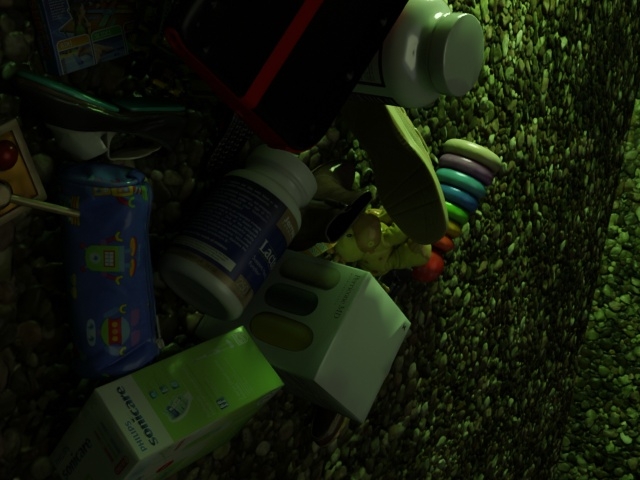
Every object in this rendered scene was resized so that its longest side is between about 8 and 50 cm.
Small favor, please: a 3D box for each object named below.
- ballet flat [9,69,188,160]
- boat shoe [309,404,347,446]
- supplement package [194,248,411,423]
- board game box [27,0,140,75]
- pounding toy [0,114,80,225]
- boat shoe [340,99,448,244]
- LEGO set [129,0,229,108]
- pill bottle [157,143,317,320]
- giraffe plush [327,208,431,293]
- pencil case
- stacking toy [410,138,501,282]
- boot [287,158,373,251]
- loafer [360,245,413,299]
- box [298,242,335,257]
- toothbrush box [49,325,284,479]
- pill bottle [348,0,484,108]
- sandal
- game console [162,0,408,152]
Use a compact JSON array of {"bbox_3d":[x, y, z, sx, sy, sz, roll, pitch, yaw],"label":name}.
[{"bbox_3d":[-0.287,-0.153,1.074,0.280,0.095,0.096,2,110,-53],"label":"ballet flat"},{"bbox_3d":[0.027,0.322,1.677,0.073,0.073,0.207,52,54,-46],"label":"boat shoe"},{"bbox_3d":[-0.027,0.150,1.377,0.199,0.263,0.198,-62,142,-18],"label":"supplement package"},{"bbox_3d":[-0.285,-0.310,1.063,0.201,0.035,0.136,-32,127,-43],"label":"board game box"},{"bbox_3d":[-0.386,-0.067,0.963,0.130,0.100,0.141,-40,131,-37],"label":"pounding toy"},{"bbox_3d":[0.160,-0.158,1.538,0.110,0.122,0.341,-27,92,-56],"label":"boat shoe"},{"bbox_3d":[-0.107,-0.346,1.108,0.255,0.192,0.331,38,65,-60],"label":"LEGO set"},{"bbox_3d":[-0.125,-0.017,1.281,0.264,0.153,0.153,-56,140,-23],"label":"pill bottle"},{"bbox_3d":[0.091,-0.006,1.595,0.170,0.181,0.210,20,121,-44],"label":"giraffe plush"},{"bbox_3d":[-0.286,0.043,1.107,0.119,0.133,0.306,-98,-172,-71],"label":"pencil case"},{"bbox_3d":[0.290,-0.057,1.842,0.141,0.141,0.330,26,86,-53],"label":"stacking toy"},{"bbox_3d":[0.031,-0.067,1.415,0.248,0.207,0.090,-47,113,-29],"label":"boot"},{"bbox_3d":[0.168,0.029,1.731,0.109,0.095,0.302,36,73,-52],"label":"loafer"},{"bbox_3d":[0.000,0.000,1.492,0.028,0.136,0.081,48,52,-10],"label":"box"},{"bbox_3d":[-0.225,0.266,1.200,0.283,0.122,0.206,-17,155,-48],"label":"toothbrush box"},{"bbox_3d":[0.094,-0.315,1.317,0.181,0.323,0.181,-24,121,-47],"label":"pill bottle"},{"bbox_3d":[-0.139,-0.184,1.306,0.067,0.040,0.179,33,90,-47],"label":"sandal"},{"bbox_3d":[-0.012,-0.333,1.057,0.386,0.060,0.342,-59,145,-7],"label":"game console"}]
